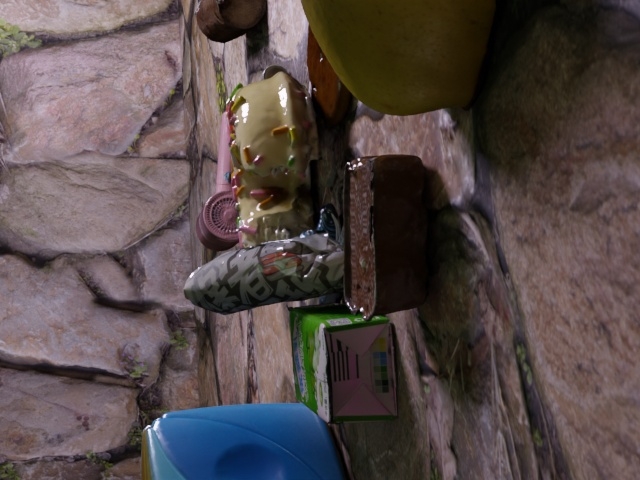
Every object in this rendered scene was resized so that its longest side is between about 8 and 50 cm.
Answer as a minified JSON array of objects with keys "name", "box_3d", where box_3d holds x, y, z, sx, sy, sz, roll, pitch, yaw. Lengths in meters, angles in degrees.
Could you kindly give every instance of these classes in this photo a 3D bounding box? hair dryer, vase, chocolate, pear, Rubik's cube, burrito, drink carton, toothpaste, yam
[{"name":"hair dryer","box_3d":[-0.228,-0.156,2.722,0.210,0.125,0.352,147,129,-76]},{"name":"vase","box_3d":[-0.095,-0.311,2.205,0.100,0.053,0.053,128,137,-76]},{"name":"chocolate","box_3d":[0.088,-0.005,1.442,0.148,0.093,0.214,-168,76,-77]},{"name":"pear","box_3d":[0.062,-0.335,1.251,0.340,0.192,0.386,-153,61,-75]},{"name":"Rubik's cube","box_3d":[-0.137,0.523,1.969,0.352,0.352,0.347,-112,22,-46]},{"name":"burrito","box_3d":[-0.075,0.055,1.809,0.446,0.139,0.101,-14,63,51]},{"name":"drink carton","box_3d":[0.027,0.184,1.709,0.271,0.108,0.161,-175,82,-76]},{"name":"toothpaste","box_3d":[0.028,0.060,1.831,0.062,0.037,0.216,-106,22,-43]},{"name":"yam","box_3d":[-0.204,-0.514,2.457,0.280,0.131,0.131,-164,71,-75]}]

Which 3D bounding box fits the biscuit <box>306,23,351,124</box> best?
[{"name":"biscuit","box_3d":[0.012,-0.289,1.797,0.212,0.036,0.212,175,90,-77]}]

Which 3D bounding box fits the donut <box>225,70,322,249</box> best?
[{"name":"donut","box_3d":[-0.084,-0.130,1.946,0.371,0.150,0.307,91,171,-50]}]

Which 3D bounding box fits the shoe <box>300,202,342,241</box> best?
[{"name":"shoe","box_3d":[0.000,0.000,1.855,0.064,0.071,0.142,-112,27,-51]}]
